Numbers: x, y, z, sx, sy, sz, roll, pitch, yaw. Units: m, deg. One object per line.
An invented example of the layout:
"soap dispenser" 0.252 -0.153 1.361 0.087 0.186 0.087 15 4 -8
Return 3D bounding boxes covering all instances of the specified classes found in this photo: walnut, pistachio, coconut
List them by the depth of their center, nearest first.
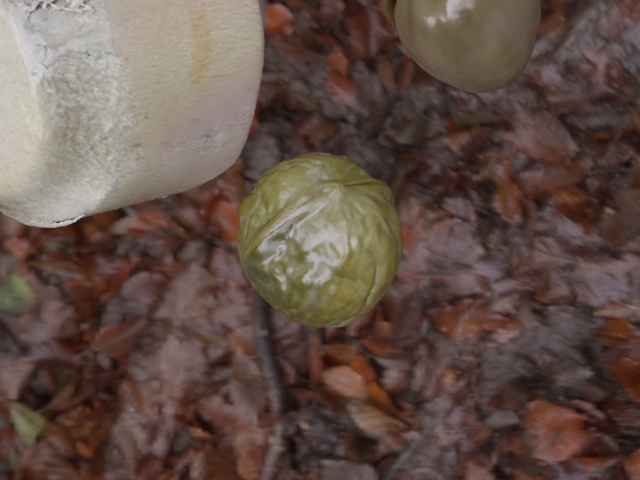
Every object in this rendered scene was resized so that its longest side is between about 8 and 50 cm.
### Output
"walnut" 0.000 0.000 0.619 0.092 0.092 0.092 -4 81 26
"coconut" -0.138 -0.123 0.802 0.224 0.234 0.224 18 125 28
"pistachio" 0.114 -0.185 0.978 0.124 0.185 0.125 -8 65 19
